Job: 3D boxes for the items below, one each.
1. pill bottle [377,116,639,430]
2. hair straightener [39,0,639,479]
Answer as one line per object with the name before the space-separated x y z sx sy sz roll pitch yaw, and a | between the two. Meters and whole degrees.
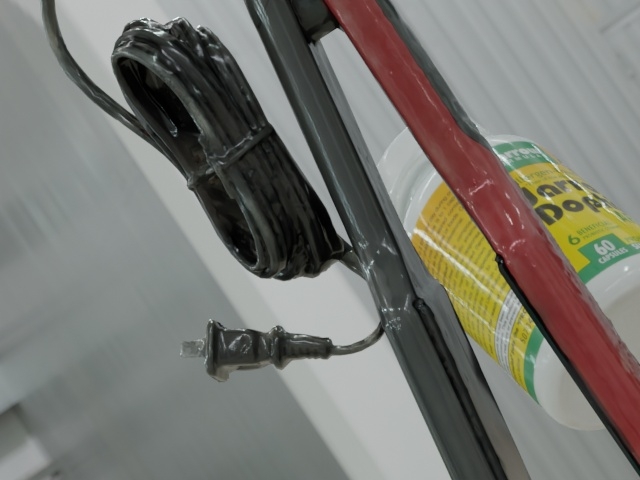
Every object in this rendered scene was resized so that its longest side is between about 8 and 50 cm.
pill bottle | 0.122 0.009 0.950 0.118 0.208 0.117 -19 -49 -23
hair straightener | 0.000 0.000 0.345 0.089 0.230 0.047 -32 5 12
